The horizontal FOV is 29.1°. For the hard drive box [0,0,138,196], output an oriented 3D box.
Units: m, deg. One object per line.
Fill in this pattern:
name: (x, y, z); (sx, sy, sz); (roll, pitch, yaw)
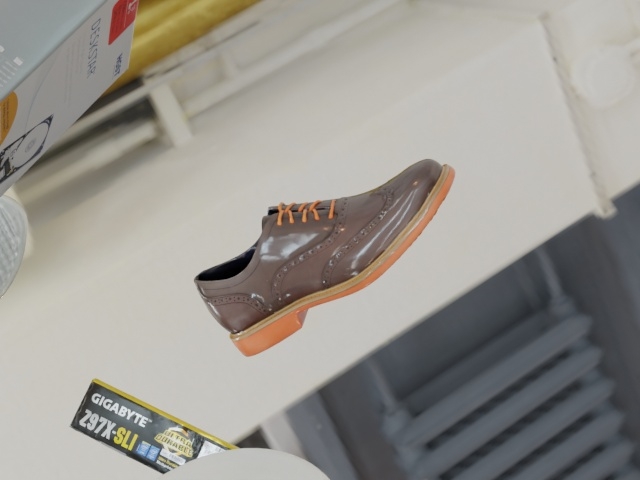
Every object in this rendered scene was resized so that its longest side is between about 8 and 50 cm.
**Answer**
hard drive box: (-0.277, -0.163, 1.152); (0.089, 0.232, 0.181); (35, 152, 5)

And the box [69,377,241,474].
box: (-0.163, 0.301, 1.684); (0.257, 0.079, 0.322); (20, 168, 21)

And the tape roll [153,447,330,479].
tape roll: (-0.074, 0.345, 1.183); (0.246, 0.246, 0.169); (38, 153, 50)

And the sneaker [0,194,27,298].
sneaker: (-0.519, 0.063, 1.708); (0.135, 0.366, 0.150); (33, -160, -19)

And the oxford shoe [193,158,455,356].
oxford shoe: (0.000, 0.000, 1.118); (0.098, 0.271, 0.097); (49, -161, -13)
